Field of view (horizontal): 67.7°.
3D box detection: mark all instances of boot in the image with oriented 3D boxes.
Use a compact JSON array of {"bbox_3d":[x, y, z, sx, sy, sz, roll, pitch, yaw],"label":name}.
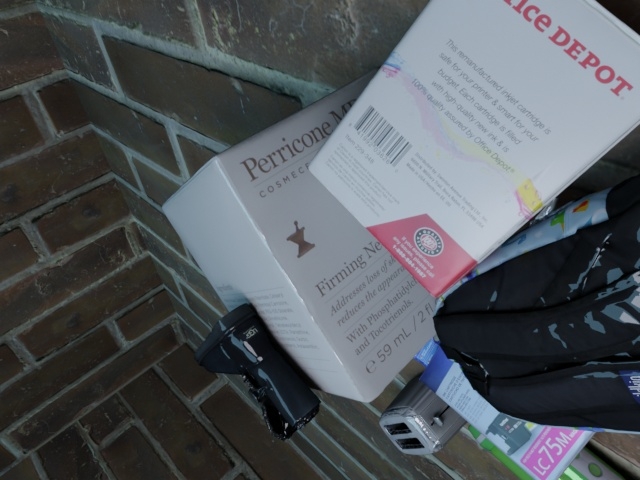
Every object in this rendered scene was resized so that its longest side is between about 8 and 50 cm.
[{"bbox_3d":[-0.108,0.234,0.789,0.207,0.094,0.246,53,146,10],"label":"boot"}]

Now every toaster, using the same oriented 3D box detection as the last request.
[{"bbox_3d":[0.231,0.391,1.079,0.129,0.146,0.227,52,151,7],"label":"toaster"}]

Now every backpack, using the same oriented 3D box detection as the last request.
[{"bbox_3d":[0.312,0.095,0.582,0.290,0.273,0.355,52,130,1],"label":"backpack"}]

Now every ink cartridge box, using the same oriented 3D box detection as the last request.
[{"bbox_3d":[0.168,-0.122,0.529,0.226,0.131,0.306,48,120,11],"label":"ink cartridge box"},{"bbox_3d":[0.298,0.229,0.802,0.311,0.065,0.186,39,115,35],"label":"ink cartridge box"}]

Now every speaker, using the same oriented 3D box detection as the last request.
[{"bbox_3d":[0.415,0.398,0.839,0.296,0.131,0.131,39,147,26],"label":"speaker"}]

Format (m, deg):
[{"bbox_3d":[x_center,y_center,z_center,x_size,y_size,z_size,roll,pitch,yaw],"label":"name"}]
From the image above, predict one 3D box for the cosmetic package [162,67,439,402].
[{"bbox_3d":[0.000,0.000,0.821,0.394,0.329,0.327,59,151,-9],"label":"cosmetic package"}]
